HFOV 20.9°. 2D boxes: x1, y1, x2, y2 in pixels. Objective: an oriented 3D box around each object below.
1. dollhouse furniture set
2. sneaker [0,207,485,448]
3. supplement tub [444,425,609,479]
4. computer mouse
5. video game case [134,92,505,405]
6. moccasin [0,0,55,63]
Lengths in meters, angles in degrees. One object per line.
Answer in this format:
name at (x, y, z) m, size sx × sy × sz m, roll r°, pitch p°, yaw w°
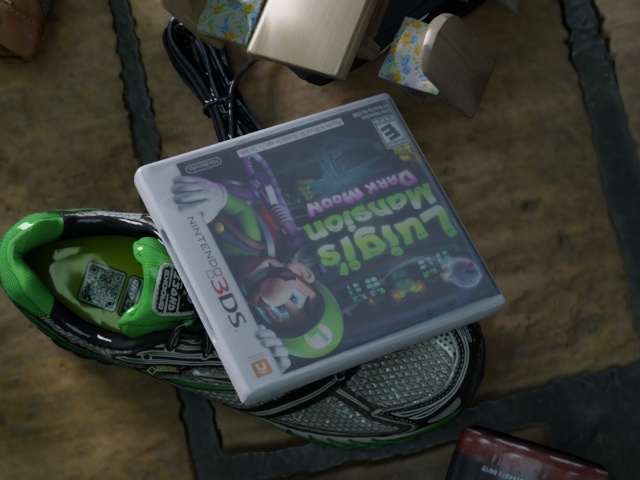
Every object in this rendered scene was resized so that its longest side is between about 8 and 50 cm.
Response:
dollhouse furniture set at (0.020, -0.229, 1.112) m, size 0.212 × 0.161 × 0.242 m, roll 19°, pitch 82°, yaw 29°
sneaker at (-0.060, 0.059, 1.165) m, size 0.343 × 0.146 × 0.134 m, roll 10°, pitch 86°, yaw 10°
supplement tub at (0.113, 0.227, 1.136) m, size 0.106 × 0.106 × 0.198 m, roll 17°, pitch 88°, yaw 12°
computer mouse at (0.026, -0.134, 1.214) m, size 0.262 × 0.060 × 0.184 m, roll -23°, pitch 79°, yaw 8°
video game case at (0.000, 0.000, 1.123) m, size 0.190 × 0.022 × 0.173 m, roll -18°, pitch 67°, yaw -23°
moccasin at (-0.380, -0.190, 1.267) m, size 0.380 × 0.139 × 0.147 m, roll 9°, pitch 77°, yaw 2°
